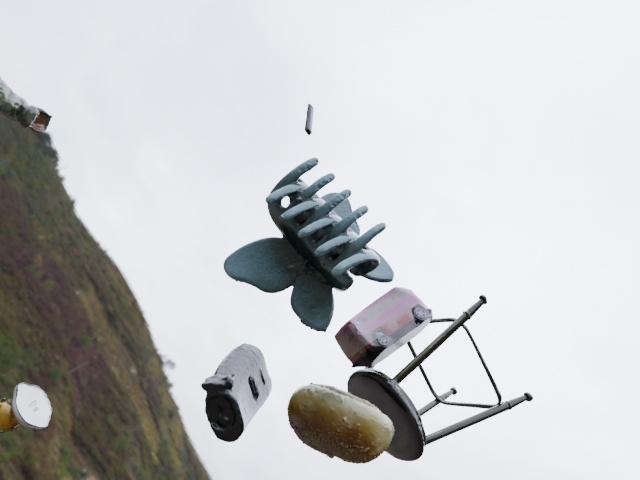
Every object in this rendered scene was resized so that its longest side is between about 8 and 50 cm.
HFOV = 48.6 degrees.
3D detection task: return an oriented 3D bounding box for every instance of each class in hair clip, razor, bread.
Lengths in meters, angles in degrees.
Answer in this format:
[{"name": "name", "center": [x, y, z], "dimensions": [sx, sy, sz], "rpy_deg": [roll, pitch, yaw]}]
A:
[{"name": "hair clip", "center": [0.000, 0.000, 1.680], "dimensions": [0.318, 0.392, 0.238], "rpy_deg": [47, -26, 24]}, {"name": "razor", "center": [-0.227, 0.412, 1.942], "dimensions": [0.107, 0.327, 0.189], "rpy_deg": [-15, -83, 12]}, {"name": "bread", "center": [0.046, 0.483, 1.842], "dimensions": [0.306, 0.158, 0.305], "rpy_deg": [19, -19, 7]}]

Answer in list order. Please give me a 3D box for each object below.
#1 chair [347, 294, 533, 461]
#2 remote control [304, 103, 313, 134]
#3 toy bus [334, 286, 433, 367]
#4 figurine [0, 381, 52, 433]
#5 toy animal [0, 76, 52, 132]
[{"name": "chair", "center": [0.323, 0.428, 2.157], "dimensions": [0.362, 0.410, 0.364], "rpy_deg": [-14, -76, 58]}, {"name": "remote control", "center": [-0.032, -0.370, 2.163], "dimensions": [0.014, 0.096, 0.039], "rpy_deg": [-2, -20, 22]}, {"name": "toy bus", "center": [0.190, 0.249, 2.071], "dimensions": [0.147, 0.303, 0.127], "rpy_deg": [49, -40, 15]}, {"name": "figurine", "center": [-1.003, 0.577, 2.342], "dimensions": [0.166, 0.141, 0.250], "rpy_deg": [59, -2, 8]}, {"name": "toy animal", "center": [-0.888, -0.401, 1.915], "dimensions": [0.343, 0.106, 0.168], "rpy_deg": [38, -3, -27]}]
